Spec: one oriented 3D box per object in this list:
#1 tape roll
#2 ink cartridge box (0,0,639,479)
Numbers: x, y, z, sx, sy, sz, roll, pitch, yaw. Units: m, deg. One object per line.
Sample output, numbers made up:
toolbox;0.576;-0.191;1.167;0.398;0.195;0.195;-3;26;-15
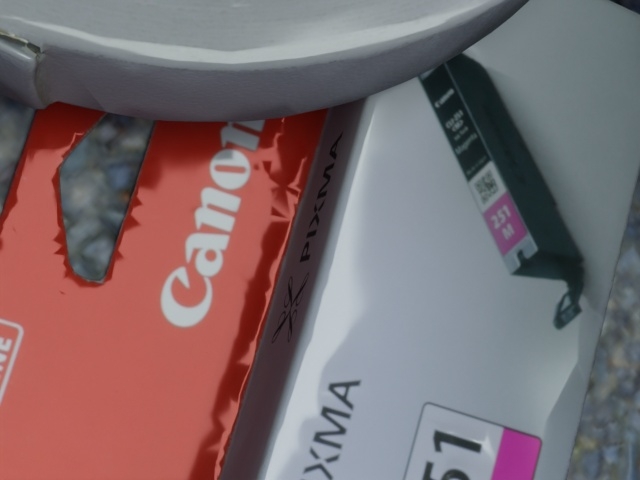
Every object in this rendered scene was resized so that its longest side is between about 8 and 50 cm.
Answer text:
tape roll;-0.046;-0.235;0.447;0.392;0.072;0.392;2;80;-10
ink cartridge box;0.000;0.000;0.482;0.239;0.060;0.275;20;79;-18
